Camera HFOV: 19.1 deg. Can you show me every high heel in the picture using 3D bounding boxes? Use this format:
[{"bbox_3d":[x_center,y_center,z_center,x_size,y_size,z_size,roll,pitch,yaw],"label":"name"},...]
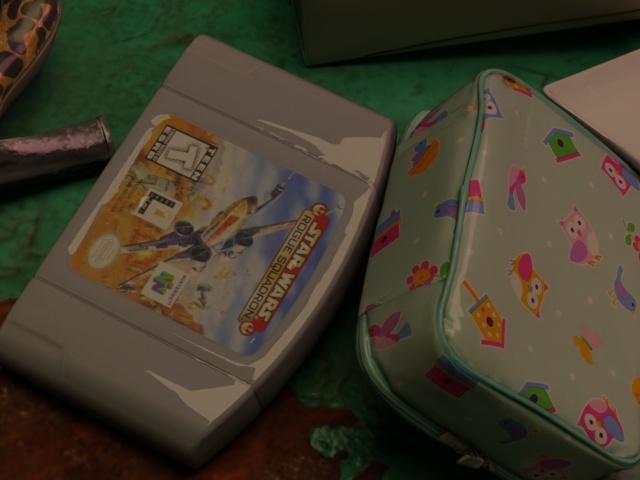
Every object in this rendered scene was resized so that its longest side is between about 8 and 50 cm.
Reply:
[{"bbox_3d":[-0.290,-0.145,1.481,0.186,0.093,0.261,-15,64,-27],"label":"high heel"}]

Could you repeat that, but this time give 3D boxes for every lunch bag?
[{"bbox_3d":[0.144,0.038,1.353,0.224,0.108,0.279,35,48,-27],"label":"lunch bag"}]

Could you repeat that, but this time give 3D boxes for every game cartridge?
[{"bbox_3d":[-0.076,0.005,1.370,0.198,0.062,0.297,24,69,20],"label":"game cartridge"}]

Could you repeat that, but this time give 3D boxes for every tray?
[{"bbox_3d":[0.296,-0.100,1.531,0.145,0.030,0.270,39,36,23],"label":"tray"}]

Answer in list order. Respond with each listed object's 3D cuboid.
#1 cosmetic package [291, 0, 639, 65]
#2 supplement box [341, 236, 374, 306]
[{"bbox_3d":[0.124,-0.258,1.598,0.309,0.113,0.160,-8,54,-3],"label":"cosmetic package"},{"bbox_3d":[0.000,0.000,1.437,0.083,0.056,0.083,33,55,18],"label":"supplement box"}]
